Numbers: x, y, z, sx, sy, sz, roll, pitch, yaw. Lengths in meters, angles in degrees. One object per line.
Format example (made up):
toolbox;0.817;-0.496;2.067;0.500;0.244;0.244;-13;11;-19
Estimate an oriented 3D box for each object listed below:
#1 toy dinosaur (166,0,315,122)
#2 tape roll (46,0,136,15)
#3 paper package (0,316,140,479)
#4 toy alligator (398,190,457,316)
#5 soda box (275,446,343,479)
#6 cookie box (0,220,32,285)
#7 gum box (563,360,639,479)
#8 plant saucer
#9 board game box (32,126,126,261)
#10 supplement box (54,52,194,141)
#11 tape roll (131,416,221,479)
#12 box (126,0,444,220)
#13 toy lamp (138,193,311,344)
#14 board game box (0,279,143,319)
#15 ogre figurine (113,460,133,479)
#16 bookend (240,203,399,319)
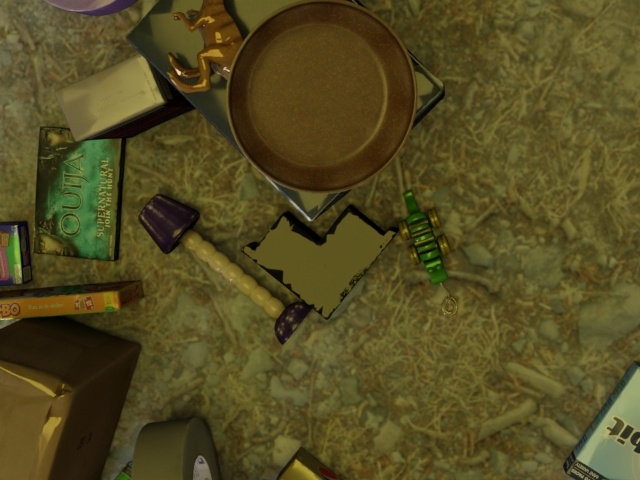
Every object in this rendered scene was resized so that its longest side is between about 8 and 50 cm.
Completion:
toy dinosaur;-0.098;-0.189;1.172;0.112;0.064;0.212;-27;94;9
tape roll;-0.322;-0.410;1.563;0.189;0.080;0.189;1;96;6
paper package;-0.401;0.276;1.530;0.168;0.325;0.310;19;98;4
toy alligator;0.154;0.021;1.573;0.056;0.051;0.190;-20;94;9
soda box;0.022;0.382;1.626;0.181;0.061;0.058;37;99;1
cookie box;-0.484;0.020;1.653;0.107;0.040;0.092;-2;97;8
gum box;0.457;0.288;1.575;0.157;0.041;0.184;32;98;2
plant saucer;0.000;-0.148;1.160;0.198;0.036;0.199;-2;102;-9
board game box;-0.350;-0.068;1.634;0.126;0.026;0.186;5;97;5
supplement box;-0.244;-0.189;1.499;0.130;0.239;0.073;-22;92;8
tape roll;-0.195;0.359;1.569;0.072;0.219;0.219;-9;96;7
box;-0.018;-0.213;1.392;0.293;0.395;0.212;45;99;0
toy lamp;-0.138;0.036;1.596;0.274;0.080;0.080;38;99;2
board game box;-0.395;0.088;1.608;0.259;0.124;0.039;-7;94;7
ogre figurine;-0.275;0.422;1.635;0.118;0.097;0.197;-12;107;-30
bookend;0.000;0.000;1.578;0.157;0.072;0.156;38;99;2
